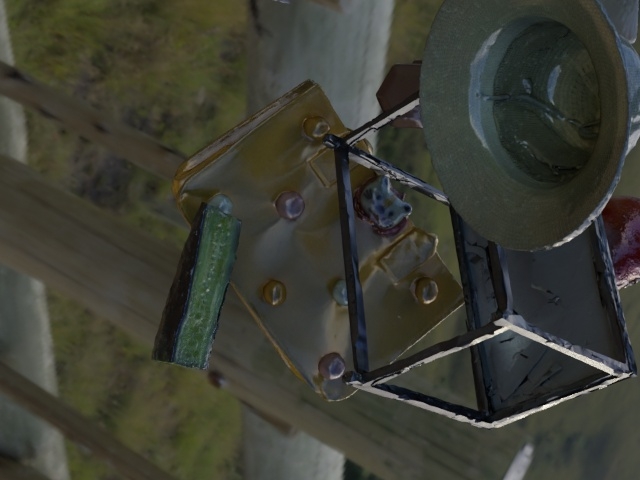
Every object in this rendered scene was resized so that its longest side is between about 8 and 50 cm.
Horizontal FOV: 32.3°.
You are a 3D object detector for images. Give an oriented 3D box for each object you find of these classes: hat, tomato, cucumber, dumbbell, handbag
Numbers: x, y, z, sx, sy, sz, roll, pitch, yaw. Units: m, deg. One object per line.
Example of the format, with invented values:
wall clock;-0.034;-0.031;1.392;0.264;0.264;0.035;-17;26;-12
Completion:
hat;0.216;-0.124;0.988;0.130;0.257;0.257;-8;126;-34
tomato;0.540;0.004;2.069;0.189;0.173;0.099;-29;163;30
cucumber;-0.164;0.059;1.431;0.078;0.062;0.211;20;79;-47
dumbbell;0.137;-0.201;1.494;0.231;0.092;0.082;-37;131;-72
handbag;0.000;0.000;1.572;0.283;0.401;0.133;-36;-169;-7

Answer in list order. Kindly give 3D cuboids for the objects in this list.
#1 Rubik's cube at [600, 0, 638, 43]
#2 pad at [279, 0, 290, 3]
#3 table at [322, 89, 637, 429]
Rubik's cube;0.243;-0.279;1.126;0.213;0.265;0.224;-58;155;-68
pad;-0.101;-0.386;1.521;0.188;0.006;0.113;-13;82;-63
table;0.181;0.012;1.316;0.272;0.222;0.335;23;50;-41
